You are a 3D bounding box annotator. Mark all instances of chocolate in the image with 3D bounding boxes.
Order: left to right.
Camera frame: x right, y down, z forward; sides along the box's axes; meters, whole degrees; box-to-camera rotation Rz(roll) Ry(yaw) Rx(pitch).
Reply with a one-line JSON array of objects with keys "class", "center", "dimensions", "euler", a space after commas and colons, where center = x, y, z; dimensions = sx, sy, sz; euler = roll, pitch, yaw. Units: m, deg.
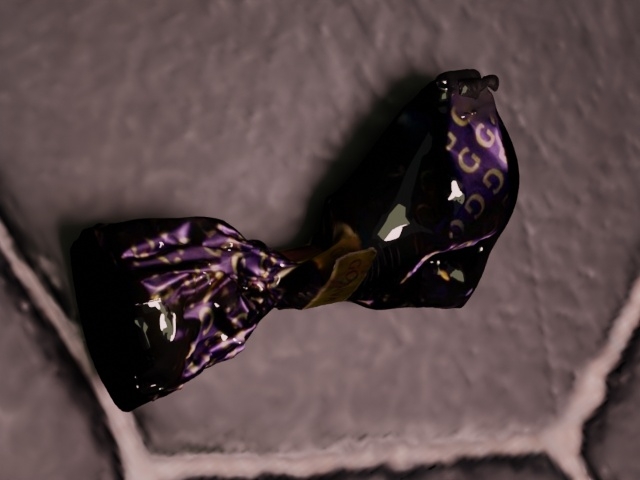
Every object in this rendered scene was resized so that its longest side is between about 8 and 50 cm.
[{"class": "chocolate", "center": [0.000, 0.003, 0.519], "dimensions": [0.147, 0.070, 0.072], "euler": [-20, 125, -15]}]
